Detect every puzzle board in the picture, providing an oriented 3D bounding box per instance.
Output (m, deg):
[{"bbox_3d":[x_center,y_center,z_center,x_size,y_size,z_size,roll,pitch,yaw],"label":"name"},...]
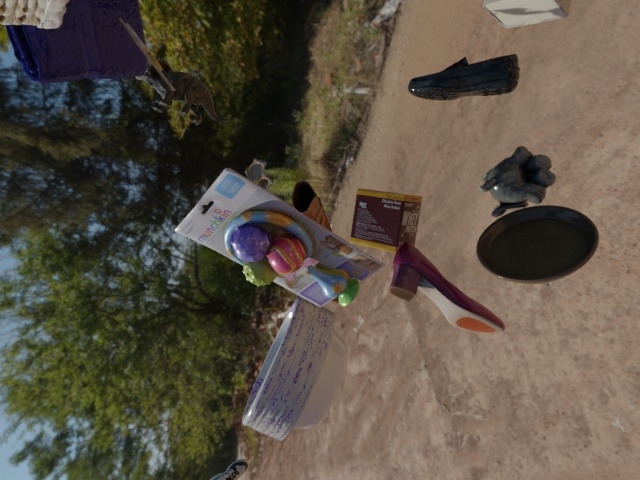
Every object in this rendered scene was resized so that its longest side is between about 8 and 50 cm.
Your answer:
[{"bbox_3d":[-0.300,-0.325,0.734,0.128,0.011,0.096,51,176,37],"label":"puzzle board"}]

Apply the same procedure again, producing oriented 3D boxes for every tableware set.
[{"bbox_3d":[-0.194,-0.142,1.156,0.168,0.020,0.141,-49,51,11],"label":"tableware set"}]

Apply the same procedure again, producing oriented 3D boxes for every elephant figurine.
[{"bbox_3d":[0.536,-0.140,1.183,0.169,0.186,0.239,-62,-11,-9],"label":"elephant figurine"}]

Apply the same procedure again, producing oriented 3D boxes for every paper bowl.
[{"bbox_3d":[-0.042,0.276,0.894,0.284,0.148,0.284,-63,4,7],"label":"paper bowl"}]

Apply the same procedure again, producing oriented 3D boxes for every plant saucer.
[{"bbox_3d":[0.543,0.012,1.071,0.041,0.278,0.277,59,-172,-32],"label":"plant saucer"}]

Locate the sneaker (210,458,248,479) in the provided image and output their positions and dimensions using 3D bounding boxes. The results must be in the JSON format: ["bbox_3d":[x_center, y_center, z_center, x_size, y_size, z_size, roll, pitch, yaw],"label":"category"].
[{"bbox_3d":[-0.170,0.445,0.787,0.031,0.083,0.037,55,176,-7],"label":"sneaker"}]

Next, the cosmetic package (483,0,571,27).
[{"bbox_3d":[0.482,-0.652,0.924,0.153,0.129,0.295,15,97,47],"label":"cosmetic package"}]

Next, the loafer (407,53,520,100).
[{"bbox_3d":[0.298,-0.344,0.889,0.076,0.224,0.078,1,-88,-64],"label":"loafer"}]

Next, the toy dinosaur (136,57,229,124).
[{"bbox_3d":[-0.428,-0.467,1.323,0.121,0.314,0.160,170,114,-71],"label":"toy dinosaur"}]

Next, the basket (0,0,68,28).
[{"bbox_3d":[-0.424,-0.430,0.403,0.332,0.267,0.327,-10,105,48],"label":"basket"}]

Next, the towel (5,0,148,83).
[{"bbox_3d":[-0.496,-0.452,0.869,0.308,0.077,0.227,-49,-36,-60],"label":"towel"}]

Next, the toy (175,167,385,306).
[{"bbox_3d":[-0.049,0.025,0.524,0.137,0.238,0.056,-39,35,37],"label":"toy"}]

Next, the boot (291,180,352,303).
[{"bbox_3d":[0.000,0.000,1.073,0.220,0.109,0.283,73,-175,-47],"label":"boot"}]

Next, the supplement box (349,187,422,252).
[{"bbox_3d":[0.226,-0.072,1.460,0.192,0.129,0.193,14,100,38],"label":"supplement box"}]

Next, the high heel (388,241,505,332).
[{"bbox_3d":[0.392,0.140,1.266,0.127,0.378,0.181,-52,13,57],"label":"high heel"}]
